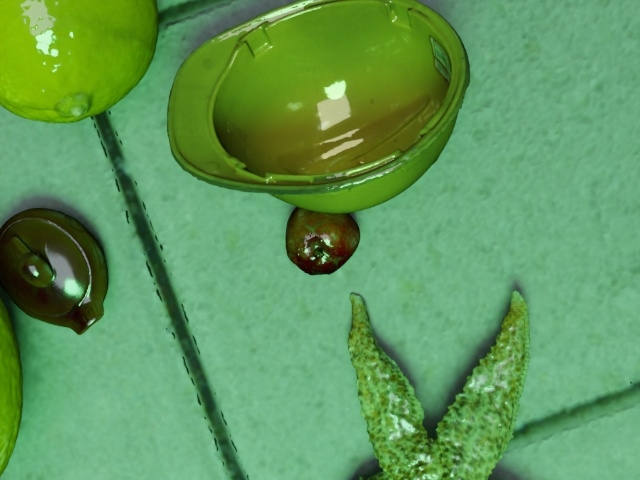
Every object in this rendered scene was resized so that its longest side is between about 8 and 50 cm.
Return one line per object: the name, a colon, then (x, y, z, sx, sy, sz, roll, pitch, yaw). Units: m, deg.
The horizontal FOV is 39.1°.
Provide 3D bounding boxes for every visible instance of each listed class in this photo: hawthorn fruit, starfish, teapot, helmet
hawthorn fruit: (0.000, -0.001, 0.836, 0.077, 0.077, 0.077, 0, 93, 2)
starfish: (0.088, 0.223, 0.834, 0.347, 0.078, 0.357, -34, 84, 12)
teapot: (-0.252, 0.030, 0.844, 0.098, 0.078, 0.129, -37, 92, 4)
helmet: (0.011, -0.098, 0.797, 0.257, 0.140, 0.205, -9, 60, 14)

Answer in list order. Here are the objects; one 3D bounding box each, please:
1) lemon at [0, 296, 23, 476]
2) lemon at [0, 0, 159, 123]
lemon: (-0.385, 0.124, 0.774, 0.261, 0.260, 0.283, 12, 93, 2)
lemon: (-0.228, -0.193, 0.779, 0.178, 0.178, 0.203, -21, 67, 3)
